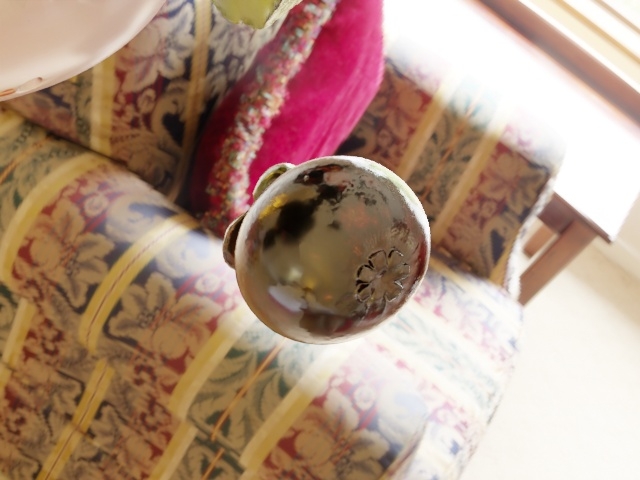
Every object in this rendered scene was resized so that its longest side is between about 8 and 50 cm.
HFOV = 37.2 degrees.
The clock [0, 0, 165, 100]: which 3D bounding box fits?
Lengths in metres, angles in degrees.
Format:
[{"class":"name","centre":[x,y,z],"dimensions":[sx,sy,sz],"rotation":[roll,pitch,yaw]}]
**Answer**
[{"class":"clock","centre":[-0.262,-0.205,0.526],"dimensions":[0.368,0.250,0.377],"rotation":[30,48,30]}]

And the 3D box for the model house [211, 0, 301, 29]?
[{"class":"model house","centre":[-0.032,-0.332,0.868],"dimensions":[0.194,0.170,0.211],"rotation":[48,62,0]}]

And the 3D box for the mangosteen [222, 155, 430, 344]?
[{"class":"mangosteen","centre":[0.000,0.000,0.864],"dimensions":[0.200,0.200,0.199],"rotation":[20,41,-18]}]
